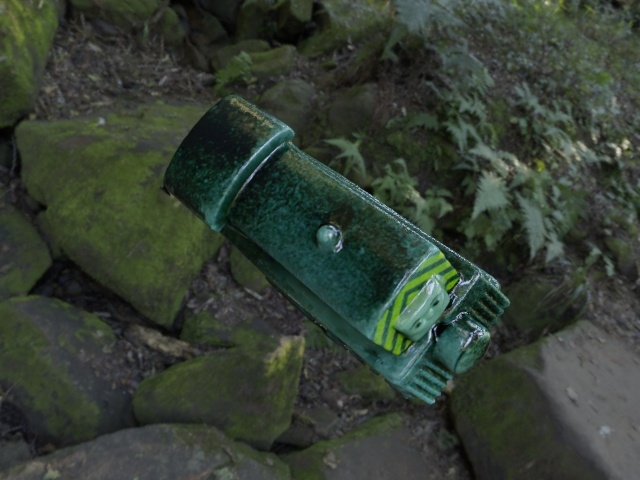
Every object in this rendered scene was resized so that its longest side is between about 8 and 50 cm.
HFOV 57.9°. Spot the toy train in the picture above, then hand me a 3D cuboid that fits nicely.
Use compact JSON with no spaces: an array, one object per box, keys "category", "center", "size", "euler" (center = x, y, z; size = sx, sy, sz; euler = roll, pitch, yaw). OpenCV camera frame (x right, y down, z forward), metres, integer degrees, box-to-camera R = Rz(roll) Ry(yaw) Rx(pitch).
[{"category":"toy train","center":[0.000,0.000,0.521],"size":[0.330,0.138,0.178],"euler":[37,-1,33]}]
